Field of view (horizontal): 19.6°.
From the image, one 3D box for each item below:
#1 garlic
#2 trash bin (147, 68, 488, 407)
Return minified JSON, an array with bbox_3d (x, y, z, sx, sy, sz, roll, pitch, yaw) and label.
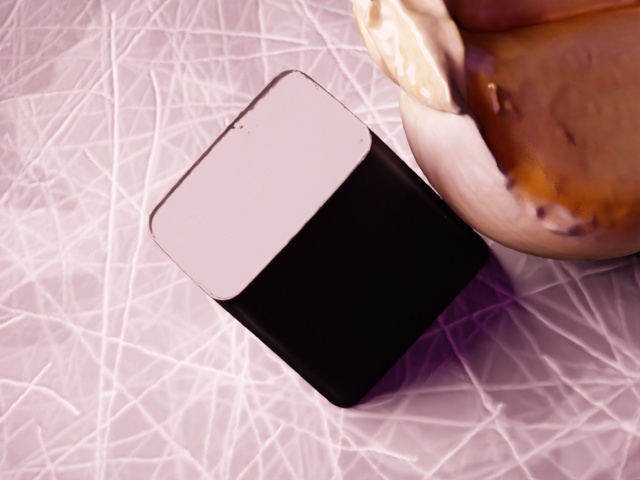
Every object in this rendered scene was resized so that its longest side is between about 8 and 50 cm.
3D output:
[{"bbox_3d":[0.172,-0.146,1.272,0.313,0.249,0.286,-21,46,-25],"label":"garlic"},{"bbox_3d":[0.000,0.000,1.275,0.165,0.225,0.115,-47,63,0],"label":"trash bin"}]
